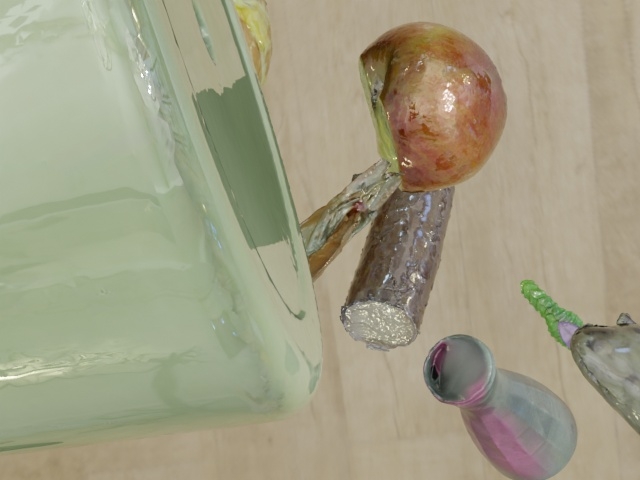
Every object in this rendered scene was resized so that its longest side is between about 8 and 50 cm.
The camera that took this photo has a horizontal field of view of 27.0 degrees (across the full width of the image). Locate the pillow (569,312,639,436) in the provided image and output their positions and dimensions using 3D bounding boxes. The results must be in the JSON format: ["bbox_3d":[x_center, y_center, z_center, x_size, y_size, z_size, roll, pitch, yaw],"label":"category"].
[{"bbox_3d":[0.259,0.124,0.859,0.241,0.093,0.051,43,145,-4],"label":"pillow"}]

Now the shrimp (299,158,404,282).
[{"bbox_3d":[0.000,0.000,1.077,0.180,0.099,0.041,-44,100,-13],"label":"shrimp"}]

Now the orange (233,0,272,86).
[{"bbox_3d":[-0.216,-0.275,1.718,0.249,0.329,0.329,-31,103,35],"label":"orange"}]

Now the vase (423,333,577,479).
[{"bbox_3d":[0.149,0.138,1.121,0.086,0.214,0.086,-10,64,22],"label":"vase"}]

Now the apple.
[{"bbox_3d":[0.118,-0.150,1.448,0.160,0.195,0.173,-34,123,5],"label":"apple"}]

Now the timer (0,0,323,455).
[{"bbox_3d":[-0.188,-0.034,0.502,0.315,0.291,0.291,-16,105,3],"label":"timer"}]

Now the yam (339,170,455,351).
[{"bbox_3d":[0.122,0.018,1.985,0.131,0.280,0.131,14,151,8],"label":"yam"}]

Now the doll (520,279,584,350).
[{"bbox_3d":[0.324,0.119,1.725,0.050,0.115,0.190,-41,111,8],"label":"doll"}]
